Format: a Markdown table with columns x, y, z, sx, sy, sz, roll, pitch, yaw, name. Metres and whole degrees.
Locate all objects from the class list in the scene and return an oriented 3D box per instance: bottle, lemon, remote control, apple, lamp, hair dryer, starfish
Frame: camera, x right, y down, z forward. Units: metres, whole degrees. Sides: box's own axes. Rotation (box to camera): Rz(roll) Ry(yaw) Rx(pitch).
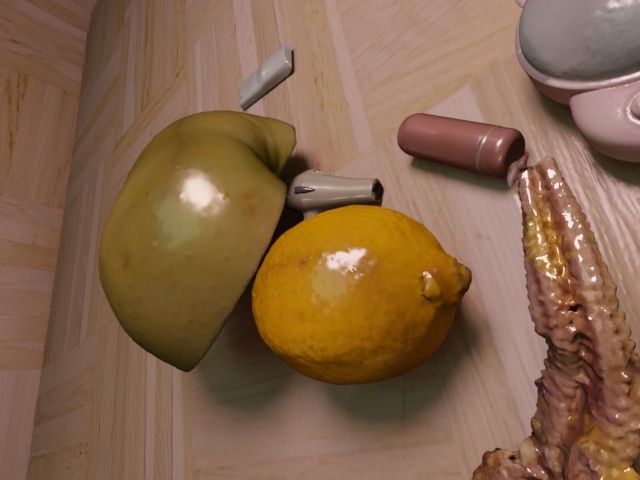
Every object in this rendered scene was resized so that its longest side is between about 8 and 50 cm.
| x | y | z | sx | sy | sz | roll | pitch | yaw | name |
| --- | --- | --- | --- | --- | --- | --- | --- | --- | --- |
| 0.153 | -0.110 | 0.452 | 0.140 | 0.053 | 0.053 | 31 | 99 | 46 | bottle |
| 0.032 | 0.057 | 0.424 | 0.257 | 0.188 | 0.188 | -14 | 68 | 34 | lemon |
| -0.113 | -0.327 | 0.797 | 0.162 | 0.029 | 0.061 | -21 | 62 | 39 | remote control |
| -0.160 | 0.002 | 0.590 | 0.311 | 0.320 | 0.360 | 51 | 123 | 20 | apple |
| 0.261 | -0.185 | 0.333 | 0.180 | 0.108 | 0.245 | -21 | 64 | 43 | lamp |
| 0.015 | -0.012 | 0.566 | 0.167 | 0.068 | 0.199 | -14 | 78 | 35 | hair dryer |
| 0.148 | 0.204 | 0.257 | 0.383 | 0.132 | 0.397 | -97 | 27 | -56 | starfish |
